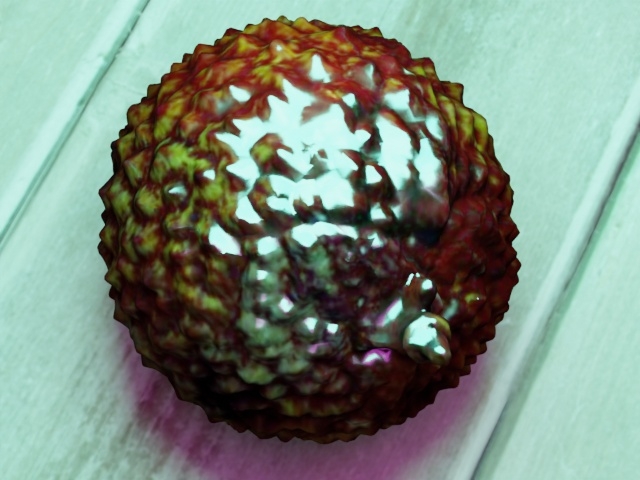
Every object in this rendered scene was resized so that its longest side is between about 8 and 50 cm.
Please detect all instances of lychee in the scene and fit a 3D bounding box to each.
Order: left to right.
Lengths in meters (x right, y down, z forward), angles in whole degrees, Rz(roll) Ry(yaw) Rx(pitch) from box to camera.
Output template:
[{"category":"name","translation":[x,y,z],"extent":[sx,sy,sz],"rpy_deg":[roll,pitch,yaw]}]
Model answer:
[{"category":"lychee","translation":[0.000,0.000,1.736],"extent":[0.424,0.424,0.500],"rpy_deg":[-31,42,-14]}]
